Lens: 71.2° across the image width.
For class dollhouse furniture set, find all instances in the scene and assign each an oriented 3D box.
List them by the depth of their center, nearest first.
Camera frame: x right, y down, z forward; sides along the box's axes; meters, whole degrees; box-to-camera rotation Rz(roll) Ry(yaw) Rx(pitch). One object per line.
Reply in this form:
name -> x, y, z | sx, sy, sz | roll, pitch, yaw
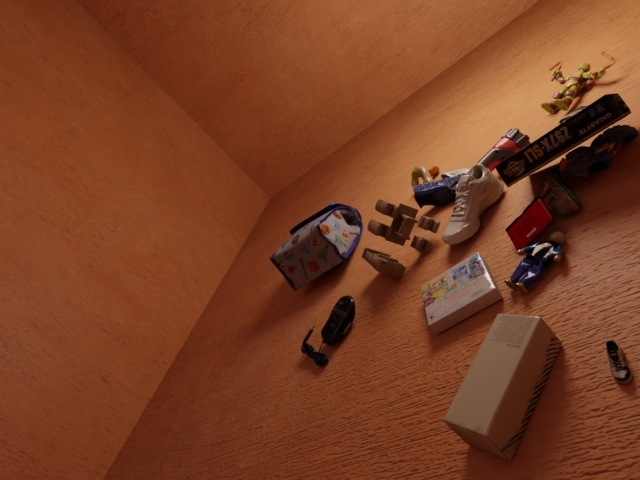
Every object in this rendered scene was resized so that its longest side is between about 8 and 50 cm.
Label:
dollhouse furniture set -> 0.260, -0.013, 1.586 | 0.161, 0.212, 0.241 | -132, 61, -69

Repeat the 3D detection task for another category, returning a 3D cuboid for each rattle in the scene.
rattle -> 0.475, -0.235, 1.879 | 0.199, 0.143, 0.130 | 52, 128, 56

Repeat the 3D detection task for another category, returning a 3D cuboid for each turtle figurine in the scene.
turtle figurine -> 0.901, -0.562, 1.618 | 0.217, 0.087, 0.269 | -52, 28, -1

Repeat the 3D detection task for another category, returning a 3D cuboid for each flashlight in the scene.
flashlight -> 0.601, -0.255, 1.579 | 0.304, 0.103, 0.103 | -47, 43, 4

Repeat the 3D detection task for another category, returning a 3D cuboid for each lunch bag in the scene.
lunch bag -> 0.000, 0.000, 2.055 | 0.328, 0.238, 0.385 | -32, 6, 32

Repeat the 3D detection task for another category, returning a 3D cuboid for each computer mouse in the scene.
computer mouse -> 0.035, 0.314, 1.587 | 0.184, 0.060, 0.261 | 4, 62, 59

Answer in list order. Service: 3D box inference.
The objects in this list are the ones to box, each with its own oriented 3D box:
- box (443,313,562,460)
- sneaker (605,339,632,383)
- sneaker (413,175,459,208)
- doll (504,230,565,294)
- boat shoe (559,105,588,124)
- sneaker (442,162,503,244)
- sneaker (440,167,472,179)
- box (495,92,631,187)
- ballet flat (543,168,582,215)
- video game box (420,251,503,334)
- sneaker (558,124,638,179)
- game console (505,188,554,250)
box -> 0.373, 0.285, 0.908 | 0.275, 0.094, 0.113 | -52, 20, -21
sneaker -> 0.535, 0.218, 0.810 | 0.032, 0.037, 0.083 | -29, 25, 32
sneaker -> 0.476, -0.182, 1.709 | 0.233, 0.090, 0.081 | -7, 35, 26
doll -> 0.546, 0.047, 1.128 | 0.189, 0.046, 0.129 | -46, 20, -6
boat shoe -> 0.854, -0.414, 1.452 | 0.049, 0.056, 0.152 | -57, 22, -19
sneaker -> 0.472, -0.120, 1.464 | 0.305, 0.152, 0.114 | -52, 23, -19
sneaker -> 0.542, -0.255, 1.765 | 0.061, 0.053, 0.152 | -41, 23, -19
box -> 0.687, -0.285, 1.271 | 0.322, 0.079, 0.257 | -37, -10, 40
ballet flat -> 0.659, -0.136, 1.250 | 0.067, 0.073, 0.206 | -44, 14, 30
video game box -> 0.384, 0.144, 1.249 | 0.205, 0.048, 0.187 | -36, 23, 22
sneaker -> 0.773, -0.234, 1.227 | 0.221, 0.083, 0.087 | -32, 60, 3
game console -> 0.587, -0.054, 1.220 | 0.144, 0.085, 0.124 | 115, 149, -46
